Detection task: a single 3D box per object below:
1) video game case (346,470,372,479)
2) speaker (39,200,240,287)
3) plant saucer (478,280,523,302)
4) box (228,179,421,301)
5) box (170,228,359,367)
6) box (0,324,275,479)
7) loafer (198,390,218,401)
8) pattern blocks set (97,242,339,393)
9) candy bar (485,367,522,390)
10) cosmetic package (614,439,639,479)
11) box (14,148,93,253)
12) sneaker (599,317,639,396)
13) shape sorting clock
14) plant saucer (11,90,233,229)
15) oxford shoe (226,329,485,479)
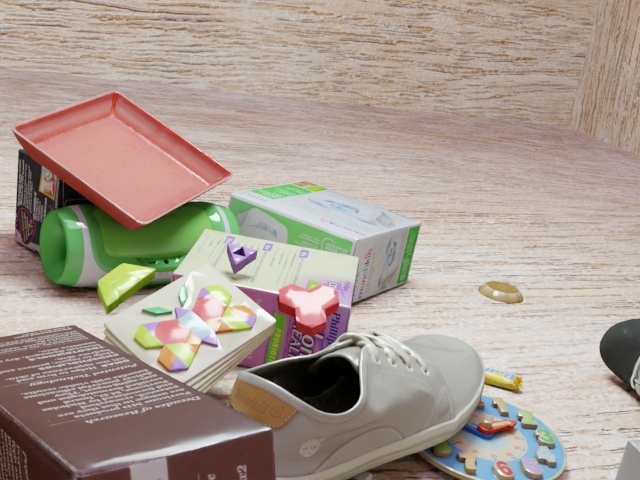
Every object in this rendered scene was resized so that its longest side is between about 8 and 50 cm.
[{"bbox_3d":[-0.056,0.261,1.040,0.173,0.022,0.190,16,18,18],"label":"video game case"},{"bbox_3d":[-0.276,0.004,1.555,0.296,0.131,0.131,-3,22,-38],"label":"speaker"},{"bbox_3d":[0.330,0.091,1.816,0.083,0.015,0.083,10,18,-3],"label":"plant saucer"},{"bbox_3d":[0.000,0.000,1.735,0.262,0.126,0.231,22,19,29],"label":"box"},{"bbox_3d":[-0.077,0.087,1.420,0.243,0.117,0.213,10,17,2],"label":"box"},{"bbox_3d":[-0.177,0.192,0.749,0.143,0.191,0.381,-8,11,-30],"label":"box"},{"bbox_3d":[-0.212,0.192,1.060,0.220,0.080,0.078,1,2,-20],"label":"loafer"},{"bbox_3d":[-0.155,0.110,1.222,0.285,0.026,0.325,25,45,17],"label":"pattern blocks set"},{"bbox_3d":[0.214,0.186,1.443,0.161,0.018,0.040,14,18,14],"label":"candy bar"},{"bbox_3d":[0.438,0.290,1.067,0.238,0.127,0.107,6,17,-21],"label":"cosmetic package"},{"bbox_3d":[-0.364,-0.065,1.659,0.247,0.163,0.142,-8,23,-44],"label":"box"},{"bbox_3d":[0.505,0.202,1.387,0.146,0.122,0.330,-1,20,-38],"label":"sneaker"},{"bbox_3d":[0.201,0.240,1.227,0.206,0.040,0.206,9,17,-3],"label":"shape sorting clock"},{"bbox_3d":[-0.305,-0.121,1.546,0.258,0.047,0.259,35,31,11],"label":"plant saucer"},{"bbox_3d":[0.060,0.165,1.147,0.169,0.130,0.449,18,19,36],"label":"oxford shoe"}]
